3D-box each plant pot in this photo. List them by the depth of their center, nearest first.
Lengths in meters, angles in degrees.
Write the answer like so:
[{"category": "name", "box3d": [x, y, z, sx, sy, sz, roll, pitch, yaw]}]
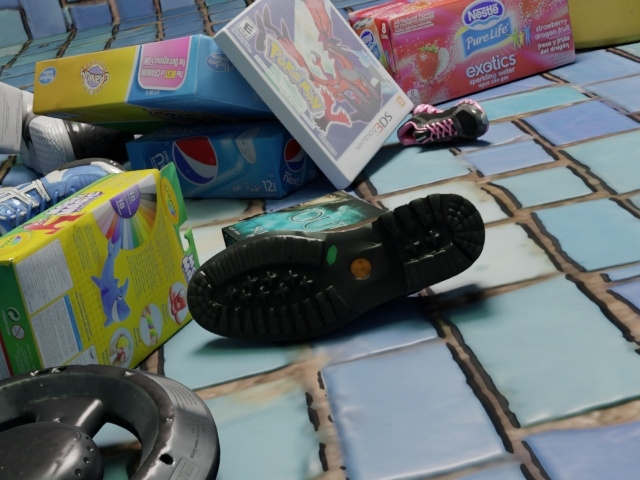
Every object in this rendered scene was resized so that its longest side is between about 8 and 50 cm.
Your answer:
[{"category": "plant pot", "box3d": [0.375, -0.370, 1.710, 0.187, 0.212, 0.212, -23, 18, 1]}]

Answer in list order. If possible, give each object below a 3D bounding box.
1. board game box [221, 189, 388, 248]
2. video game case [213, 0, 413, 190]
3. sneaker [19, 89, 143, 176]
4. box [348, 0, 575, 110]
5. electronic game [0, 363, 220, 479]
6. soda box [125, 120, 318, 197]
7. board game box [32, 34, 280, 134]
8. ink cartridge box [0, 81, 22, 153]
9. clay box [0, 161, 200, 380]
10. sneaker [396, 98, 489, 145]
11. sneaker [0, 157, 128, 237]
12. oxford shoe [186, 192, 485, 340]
[{"category": "board game box", "box3d": [0.000, 0.000, 1.086, 0.126, 0.026, 0.186, -18, 19, -17]}, {"category": "video game case", "box3d": [-0.001, -0.174, 1.314, 0.023, 0.201, 0.183, -33, 12, 40]}, {"category": "sneaker", "box3d": [-0.320, -0.154, 1.660, 0.153, 0.101, 0.268, -18, 25, -21]}, {"category": "box", "box3d": [0.182, -0.261, 1.606, 0.257, 0.123, 0.128, -18, 20, -19]}, {"category": "electronic game", "box3d": [-0.170, 0.142, 0.725, 0.229, 0.048, 0.229, -11, 26, 5]}, {"category": "soda box", "box3d": [-0.109, -0.088, 1.361, 0.210, 0.067, 0.071, 1, 22, 38]}, {"category": "board game box", "box3d": [-0.142, -0.165, 1.426, 0.242, 0.064, 0.316, 7, -4, -42]}, {"category": "ink cartridge box", "box3d": [-0.469, -0.156, 1.500, 0.153, 0.087, 0.208, 1, -3, 12]}, {"category": "clay box", "box3d": [-0.165, 0.032, 0.929, 0.053, 0.127, 0.222, -3, 19, 25]}, {"category": "sneaker", "box3d": [0.129, -0.120, 1.352, 0.057, 0.047, 0.119, -32, 18, -33]}, {"category": "sneaker", "box3d": [-0.286, -0.023, 1.284, 0.211, 0.080, 0.081, -17, 22, 16]}, {"category": "oxford shoe", "box3d": [0.013, 0.027, 0.943, 0.227, 0.083, 0.096, -12, -5, 6]}]
